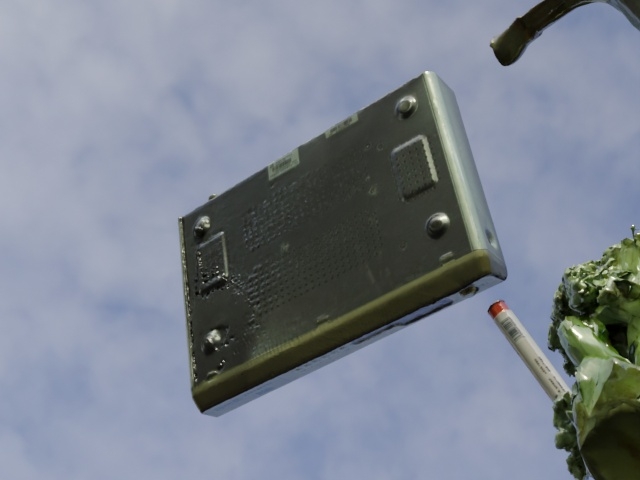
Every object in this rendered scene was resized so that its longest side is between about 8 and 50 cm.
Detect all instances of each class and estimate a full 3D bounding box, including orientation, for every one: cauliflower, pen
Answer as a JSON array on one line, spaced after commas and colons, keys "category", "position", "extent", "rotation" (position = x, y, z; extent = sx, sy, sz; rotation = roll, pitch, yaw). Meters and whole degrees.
[{"category": "cauliflower", "position": [0.294, 0.134, 0.811], "extent": [0.275, 0.250, 0.272], "rotation": [20, -75, 38]}, {"category": "pen", "position": [0.247, 0.150, 1.050], "extent": [0.026, 0.026, 0.218], "rotation": [-51, -130, 24]}]

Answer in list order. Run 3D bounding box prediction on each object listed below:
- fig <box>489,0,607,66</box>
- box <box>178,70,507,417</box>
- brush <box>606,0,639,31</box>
[{"category": "fig", "position": [0.216, -0.183, 0.595], "extent": [0.143, 0.160, 0.231], "rotation": [3, -42, -19]}, {"category": "box", "position": [0.000, 0.000, 0.766], "extent": [0.270, 0.211, 0.045], "rotation": [-27, -38, 25]}, {"category": "brush", "position": [0.204, -0.073, 0.432], "extent": [0.085, 0.020, 0.336], "rotation": [-43, -71, 3]}]
